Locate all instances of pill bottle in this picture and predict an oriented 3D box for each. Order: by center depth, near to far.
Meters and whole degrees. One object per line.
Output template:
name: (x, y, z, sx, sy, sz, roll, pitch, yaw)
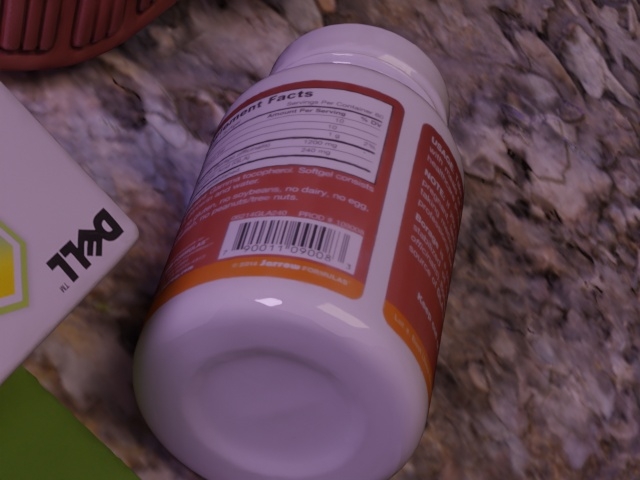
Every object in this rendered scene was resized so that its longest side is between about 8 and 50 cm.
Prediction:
pill bottle: (0.000, 0.000, 0.731, 0.121, 0.121, 0.216, 39, 37, -19)

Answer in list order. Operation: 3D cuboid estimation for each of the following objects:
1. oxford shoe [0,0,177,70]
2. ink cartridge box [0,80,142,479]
oxford shoe: (-0.121, -0.181, 0.780, 0.146, 0.140, 0.397, 33, 32, 27)
ink cartridge box: (-0.127, 0.061, 0.559, 0.255, 0.097, 0.189, 47, 36, -7)
